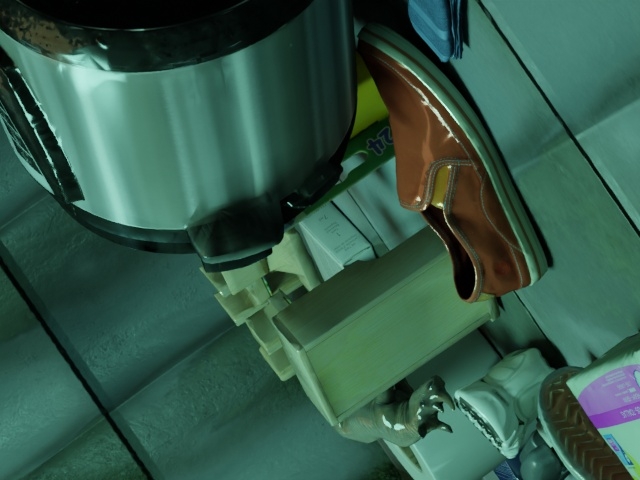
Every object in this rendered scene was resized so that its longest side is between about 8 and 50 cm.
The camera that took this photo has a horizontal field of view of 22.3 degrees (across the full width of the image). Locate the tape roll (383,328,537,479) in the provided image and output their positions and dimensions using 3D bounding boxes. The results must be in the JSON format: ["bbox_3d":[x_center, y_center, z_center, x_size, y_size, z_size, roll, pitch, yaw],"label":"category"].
[{"bbox_3d":[0.167,0.224,2.270,0.246,0.169,0.246,54,170,14],"label":"tape roll"}]

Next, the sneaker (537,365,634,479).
[{"bbox_3d":[0.339,0.269,1.737,0.302,0.108,0.121,50,166,27],"label":"sneaker"}]

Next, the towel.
[{"bbox_3d":[0.104,-0.215,1.472,0.067,0.029,0.119,51,171,23],"label":"towel"}]

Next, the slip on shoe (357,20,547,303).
[{"bbox_3d":[0.121,-0.075,1.664,0.331,0.101,0.123,60,172,-20],"label":"slip on shoe"}]

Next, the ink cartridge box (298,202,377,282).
[{"bbox_3d":[0.086,0.105,2.590,0.261,0.066,0.296,48,169,37],"label":"ink cartridge box"}]

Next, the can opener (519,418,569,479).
[{"bbox_3d":[0.285,0.286,2.114,0.076,0.095,0.283,54,171,14],"label":"can opener"}]

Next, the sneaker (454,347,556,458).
[{"bbox_3d":[0.237,0.196,2.006,0.110,0.118,0.292,45,176,7],"label":"sneaker"}]

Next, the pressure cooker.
[{"bbox_3d":[-0.140,-0.190,1.631,0.376,0.370,0.420,20,149,17],"label":"pressure cooker"}]

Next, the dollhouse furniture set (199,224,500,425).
[{"bbox_3d":[0.000,0.000,2.050,0.394,0.256,0.362,47,166,43],"label":"dollhouse furniture set"}]

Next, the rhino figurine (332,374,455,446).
[{"bbox_3d":[0.094,0.211,2.078,0.243,0.073,0.106,-4,86,52],"label":"rhino figurine"}]

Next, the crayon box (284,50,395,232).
[{"bbox_3d":[-0.062,-0.178,1.913,0.323,0.203,0.083,48,168,35],"label":"crayon box"}]

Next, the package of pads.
[{"bbox_3d":[0.343,0.182,1.424,0.229,0.101,0.296,55,171,7],"label":"package of pads"}]

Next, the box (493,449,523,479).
[{"bbox_3d":[0.259,0.297,2.476,0.225,0.036,0.136,57,171,-4],"label":"box"}]
